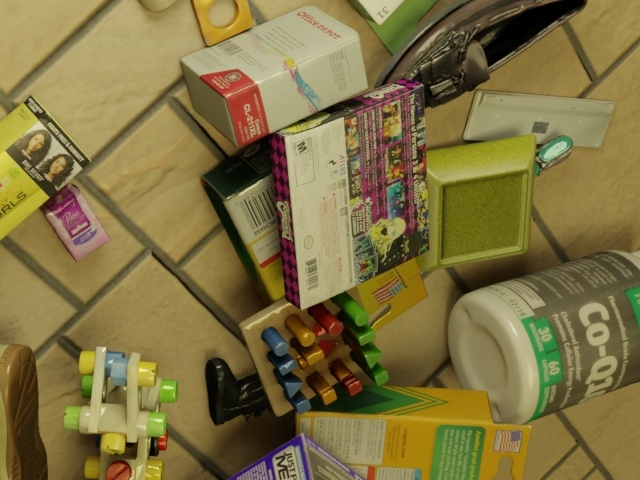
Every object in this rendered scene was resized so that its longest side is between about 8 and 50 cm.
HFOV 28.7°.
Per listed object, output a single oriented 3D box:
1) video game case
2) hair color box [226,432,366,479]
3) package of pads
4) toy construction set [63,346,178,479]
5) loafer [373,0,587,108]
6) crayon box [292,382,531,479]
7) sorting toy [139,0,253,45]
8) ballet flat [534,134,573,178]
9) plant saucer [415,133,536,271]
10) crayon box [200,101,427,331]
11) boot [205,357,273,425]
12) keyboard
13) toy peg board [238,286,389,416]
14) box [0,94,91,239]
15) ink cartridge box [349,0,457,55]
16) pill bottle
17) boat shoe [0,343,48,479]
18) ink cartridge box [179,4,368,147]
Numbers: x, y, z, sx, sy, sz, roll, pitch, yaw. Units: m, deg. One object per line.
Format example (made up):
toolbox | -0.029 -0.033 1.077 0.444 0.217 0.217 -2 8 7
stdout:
video game case | 0.040 -0.056 1.505 0.210 0.042 0.232 -24 124 -30
hair color box | -0.096 0.417 1.694 0.339 0.110 0.185 -33 131 17
package of pads | -0.283 -0.020 1.448 0.050 0.032 0.083 -36 129 -13
toy construction set | -0.254 0.289 1.518 0.151 0.215 0.327 18 88 0
loafer | 0.202 -0.248 1.568 0.302 0.095 0.109 -40 150 -8
crayon box | 0.120 0.310 1.768 0.323 0.083 0.203 4 118 -2
sorting toy | -0.140 -0.359 1.334 0.196 0.047 0.347 -38 130 -9
ballet flat | 0.305 -0.108 1.763 0.114 0.041 0.041 -29 128 -2
plant saucer | 0.213 -0.040 1.715 0.188 0.045 0.188 -10 122 -13
crayon box | 0.000 0.000 1.605 0.202 0.081 0.318 -32 128 -12
boot | -0.100 0.192 1.675 0.099 0.045 0.121 -17 131 -21
keyboard | 0.309 -0.168 1.751 0.256 0.014 0.072 0 121 -32
toy peg board | 0.003 0.143 1.585 0.161 0.079 0.161 -29 127 -14
box | -0.368 -0.047 1.361 0.232 0.058 0.087 -41 131 -6
ink cartridge box | 0.114 -0.326 1.511 0.171 0.056 0.235 -46 129 -1
pill bottle | 0.386 0.129 1.841 0.361 0.204 0.204 -16 123 -25
boat shoe | -0.399 0.266 1.500 0.110 0.121 0.341 7 115 5
ink cartridge box | -0.052 -0.191 1.433 0.175 0.127 0.072 -26 126 -17
